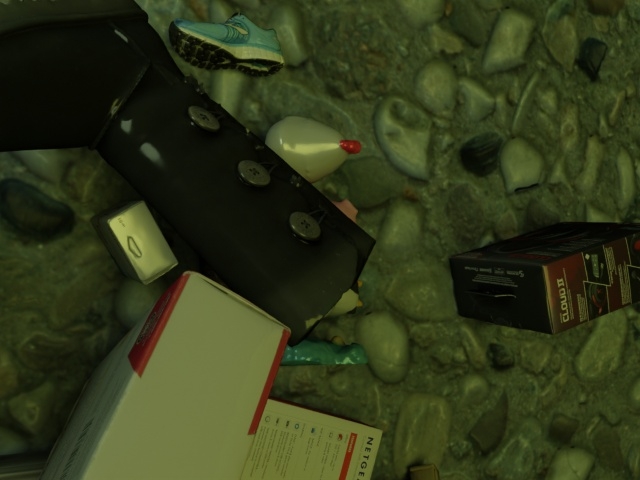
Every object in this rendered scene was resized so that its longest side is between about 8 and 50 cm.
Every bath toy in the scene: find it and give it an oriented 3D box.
[{"bbox_3d":[0.000,0.000,0.979,0.129,0.151,0.348,-2,91,13],"label":"bath toy"}]

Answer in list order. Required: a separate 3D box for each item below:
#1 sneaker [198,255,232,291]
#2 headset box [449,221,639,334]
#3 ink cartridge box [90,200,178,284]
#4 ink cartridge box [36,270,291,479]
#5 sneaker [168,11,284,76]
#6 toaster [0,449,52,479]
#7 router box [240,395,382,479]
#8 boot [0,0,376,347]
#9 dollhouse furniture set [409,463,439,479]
[{"bbox_3d":[-0.131,0.056,0.953,0.071,0.066,0.188,-36,107,-19],"label":"sneaker"},{"bbox_3d":[0.368,0.054,1.118,0.293,0.218,0.110,-15,98,-25],"label":"headset box"},{"bbox_3d":[-0.232,0.000,0.867,0.052,0.122,0.088,-33,107,-21],"label":"ink cartridge box"},{"bbox_3d":[-0.179,0.201,0.713,0.131,0.306,0.226,30,51,-15],"label":"ink cartridge box"},{"bbox_3d":[-0.127,-0.273,0.950,0.162,0.063,0.073,6,73,-31],"label":"sneaker"},{"bbox_3d":[-0.331,0.339,0.838,0.146,0.129,0.227,-1,87,-30],"label":"toaster"},{"bbox_3d":[-0.094,0.382,0.953,0.301,0.082,0.335,24,77,-29],"label":"router box"},{"bbox_3d":[-0.170,-0.049,0.751,0.445,0.146,0.367,48,41,-3],"label":"boot"},{"bbox_3d":[0.097,0.428,1.070,0.182,0.161,0.101,-88,154,-44],"label":"dollhouse furniture set"}]
